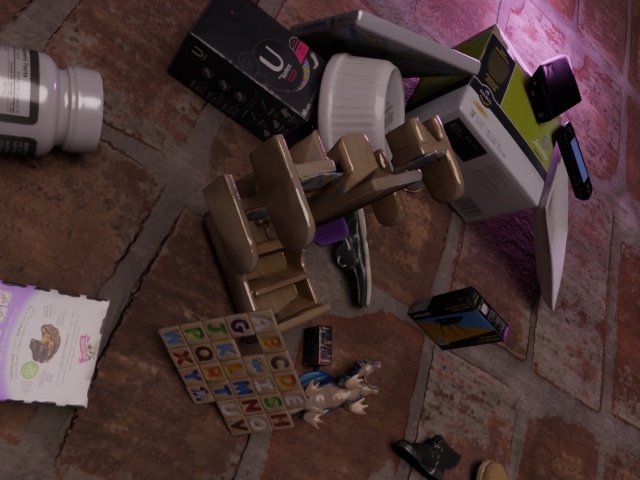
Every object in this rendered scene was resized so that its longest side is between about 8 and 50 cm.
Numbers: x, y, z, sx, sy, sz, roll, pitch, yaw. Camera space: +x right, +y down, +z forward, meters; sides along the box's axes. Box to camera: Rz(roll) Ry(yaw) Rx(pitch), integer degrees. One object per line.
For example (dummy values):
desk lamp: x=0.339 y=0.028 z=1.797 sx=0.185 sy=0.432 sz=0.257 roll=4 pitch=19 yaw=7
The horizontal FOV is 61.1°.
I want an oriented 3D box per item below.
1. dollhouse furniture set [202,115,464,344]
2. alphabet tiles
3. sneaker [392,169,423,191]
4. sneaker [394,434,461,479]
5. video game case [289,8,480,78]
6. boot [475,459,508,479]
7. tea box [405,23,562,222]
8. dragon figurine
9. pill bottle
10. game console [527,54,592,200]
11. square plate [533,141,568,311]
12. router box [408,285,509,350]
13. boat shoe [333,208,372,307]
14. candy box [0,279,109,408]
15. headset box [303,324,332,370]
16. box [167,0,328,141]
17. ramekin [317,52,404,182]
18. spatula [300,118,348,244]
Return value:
dollhouse furniture set: x=0.000 y=0.000 z=0.906 sx=0.362 sy=0.394 sz=0.257 roll=-18 pitch=86 yaw=-43
alphabet tiles: x=-0.134 y=0.226 z=0.893 sx=0.009 sy=0.198 sz=0.237 roll=-72 pitch=147 yaw=-63
sneaker: x=0.199 y=-0.178 z=1.303 sx=0.158 sy=0.065 sz=0.061 roll=39 pitch=59 yaw=-17
sneaker: x=0.229 y=0.444 z=1.146 sx=0.170 sy=0.051 sz=0.089 roll=46 pitch=56 yaw=-19
video game case: x=0.135 y=-0.425 z=1.209 sx=0.329 sy=0.300 sz=0.036 roll=9 pitch=99 yaw=-31
boot: x=0.437 y=0.604 z=1.134 sx=0.095 sy=0.203 sz=0.262 roll=0 pitch=77 yaw=-34
tea box: x=0.400 y=-0.282 z=1.354 sx=0.329 sy=0.220 sz=0.324 roll=43 pitch=58 yaw=-23
dragon figurine: x=-0.002 y=0.292 z=1.017 sx=0.289 sy=0.144 sz=0.085 roll=-11 pitch=83 yaw=-15
pill bottle: x=-0.487 y=-0.211 z=0.809 sx=0.283 sy=0.161 sz=0.161 roll=2 pitch=75 yaw=-33
game console: x=0.628 y=-0.281 z=1.373 sx=0.213 sy=0.044 sz=0.361 roll=-31 pitch=103 yaw=-41
square plate: x=0.618 y=-0.050 z=1.449 sx=0.344 sy=0.049 sz=0.347 roll=-58 pitch=139 yaw=-41
router box: x=0.301 y=0.175 z=1.192 sx=0.133 sy=0.179 sz=0.046 roll=45 pitch=55 yaw=-14
boat shoe: x=0.068 y=0.030 z=1.162 sx=0.079 sy=0.084 sz=0.233 roll=-8 pitch=86 yaw=2
candy box: x=-0.429 y=0.152 z=0.791 sx=0.196 sy=0.070 sz=0.165 roll=16 pitch=67 yaw=-28
headset box: x=-0.006 y=0.210 z=1.054 sx=0.032 sy=0.062 sz=0.083 roll=12 pitch=70 yaw=-29
box: x=-0.137 y=-0.344 z=1.088 sx=0.270 sy=0.143 sz=0.165 roll=33 pitch=60 yaw=-20
ramekin: x=0.095 y=-0.251 z=1.135 sx=0.273 sy=0.127 sz=0.273 roll=5 pitch=90 yaw=-71
spatula: x=-0.009 y=-0.135 z=1.165 sx=0.030 sy=0.084 sz=0.297 roll=22 pitch=53 yaw=-59
